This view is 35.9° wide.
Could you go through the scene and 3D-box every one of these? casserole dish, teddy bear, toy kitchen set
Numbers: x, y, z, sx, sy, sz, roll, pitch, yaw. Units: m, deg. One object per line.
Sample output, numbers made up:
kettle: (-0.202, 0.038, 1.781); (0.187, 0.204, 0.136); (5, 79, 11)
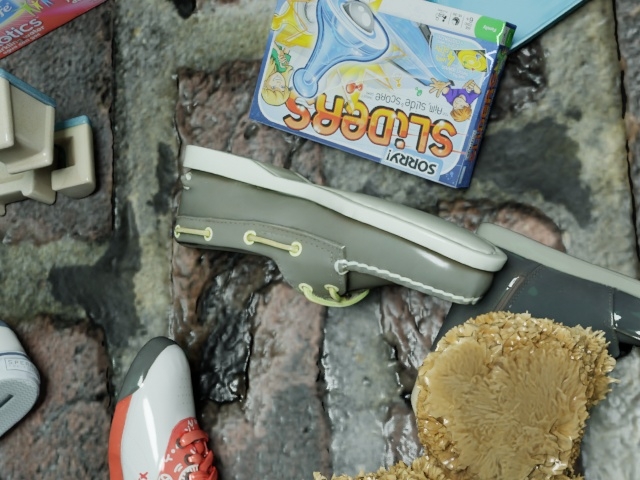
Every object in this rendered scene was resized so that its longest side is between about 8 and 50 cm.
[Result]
casserole dish: (0.169, -0.222, 0.820); (0.188, 0.037, 0.114); (-35, 70, 10)
teddy bear: (0.094, 0.205, 0.669); (0.245, 0.113, 0.338); (-12, 105, -9)
toy kitchen set: (-0.325, -0.100, 0.892); (0.207, 0.166, 0.122); (-12, 75, 16)

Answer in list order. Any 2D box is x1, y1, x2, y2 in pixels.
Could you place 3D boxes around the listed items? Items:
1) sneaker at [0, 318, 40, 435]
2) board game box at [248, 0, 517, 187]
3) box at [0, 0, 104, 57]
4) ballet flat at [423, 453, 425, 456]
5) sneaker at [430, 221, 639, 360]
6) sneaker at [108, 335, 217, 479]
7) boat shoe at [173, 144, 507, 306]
sneaker: (-0.362, 0.172, 0.900); (0.258, 0.094, 0.091); (-36, 48, 6)
board game box: (0.046, -0.138, 0.821); (0.201, 0.035, 0.136); (20, 103, 24)
box: (-0.335, -0.261, 0.954); (0.257, 0.122, 0.128); (-24, 73, 12)
ballet flat: (0.074, 0.238, 0.746); (0.067, 0.073, 0.206); (32, 93, -4)
sneaker: (0.195, 0.079, 0.729); (0.222, 0.083, 0.118); (24, 92, 32)
sneaker: (-0.096, 0.219, 0.789); (0.145, 0.090, 0.270); (7, 84, 19)
boat shoe: (0.003, 0.000, 0.780); (0.305, 0.109, 0.091); (20, 96, 35)
